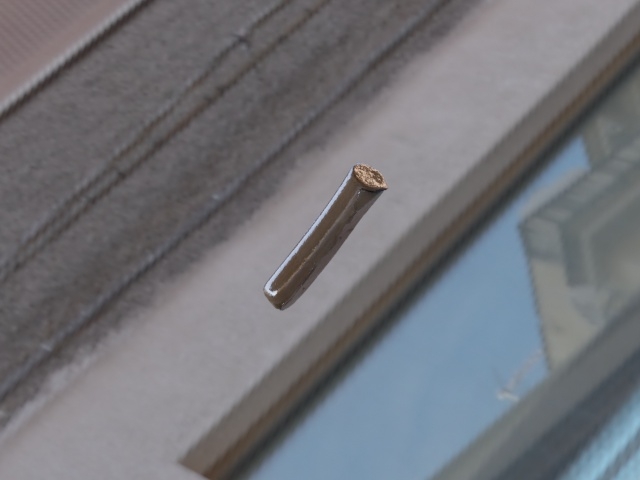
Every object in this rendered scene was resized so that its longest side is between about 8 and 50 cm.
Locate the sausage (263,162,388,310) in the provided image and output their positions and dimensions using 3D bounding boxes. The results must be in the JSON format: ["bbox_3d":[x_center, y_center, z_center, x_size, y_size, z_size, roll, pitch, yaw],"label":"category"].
[{"bbox_3d":[0.000,0.000,0.984,0.026,0.026,0.116,1,-44,-45],"label":"sausage"}]
